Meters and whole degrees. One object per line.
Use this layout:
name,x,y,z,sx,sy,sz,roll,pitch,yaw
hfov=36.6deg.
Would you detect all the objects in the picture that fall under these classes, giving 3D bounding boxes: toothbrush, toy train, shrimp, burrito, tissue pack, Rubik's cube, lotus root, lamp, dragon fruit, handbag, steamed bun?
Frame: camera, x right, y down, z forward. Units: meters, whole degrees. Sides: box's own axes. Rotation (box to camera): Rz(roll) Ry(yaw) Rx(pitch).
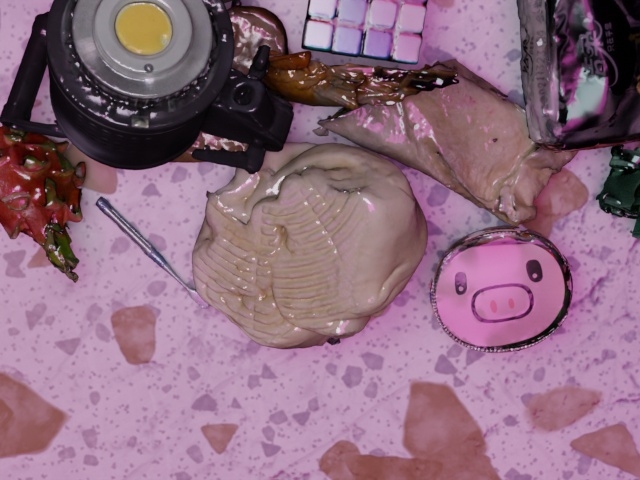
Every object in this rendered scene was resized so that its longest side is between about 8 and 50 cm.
toothbrush,-0.238,0.019,1.381,0.219,0.019,0.016,45,96,-7
toy train,0.459,-0.057,1.239,0.154,0.269,0.115,16,88,-8
shrimp,0.034,-0.194,1.196,0.262,0.117,0.066,2,85,23
burrito,0.177,-0.151,1.303,0.347,0.107,0.175,24,79,-8
tissue pack,0.420,-0.252,1.240,0.332,0.123,0.245,-10,100,-13
Rubik's cube,0.058,-0.312,1.245,0.151,0.154,0.155,10,102,-2
lotus root,-0.128,-0.194,1.312,0.170,0.074,0.261,28,99,-10
lamp,-0.224,-0.208,1.125,0.374,0.272,0.205,14,77,8
dragon fruit,-0.380,-0.053,1.309,0.135,0.137,0.236,-31,98,21
handbag,0.250,0.066,1.338,0.205,0.116,0.179,-9,100,3
steamed bun,0.000,0.000,1.272,0.320,0.206,0.275,3,106,34

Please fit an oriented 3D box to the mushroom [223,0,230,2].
mushroom,-0.159,-0.421,1.157,0.254,0.260,0.234,29,84,33
